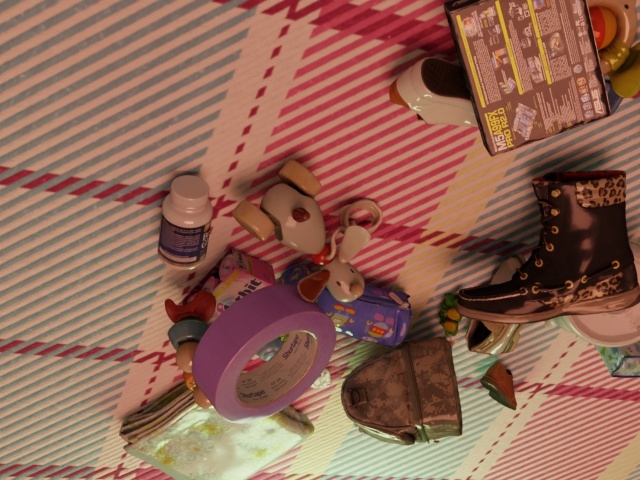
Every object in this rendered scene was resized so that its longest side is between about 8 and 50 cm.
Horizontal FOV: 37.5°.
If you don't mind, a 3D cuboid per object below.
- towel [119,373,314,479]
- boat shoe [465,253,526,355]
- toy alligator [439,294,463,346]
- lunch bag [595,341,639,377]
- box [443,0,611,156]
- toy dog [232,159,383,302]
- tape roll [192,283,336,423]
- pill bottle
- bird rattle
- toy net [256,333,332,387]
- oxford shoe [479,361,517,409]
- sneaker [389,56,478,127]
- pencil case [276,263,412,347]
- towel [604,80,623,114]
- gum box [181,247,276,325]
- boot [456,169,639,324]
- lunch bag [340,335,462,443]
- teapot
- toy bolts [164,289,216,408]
[{"bbox_3d":[-0.243,0.458,2.231,0.320,0.090,0.374,-34,133,18],"label":"towel"},{"bbox_3d":[0.397,0.156,2.100,0.103,0.113,0.302,-10,135,-12],"label":"boat shoe"},{"bbox_3d":[0.293,0.178,2.141,0.051,0.056,0.190,26,137,18],"label":"toy alligator"},{"bbox_3d":[0.761,0.263,2.295,0.151,0.129,0.096,6,132,-20],"label":"lunch bag"},{"bbox_3d":[0.344,-0.298,1.560,0.216,0.060,0.270,-19,117,6],"label":"box"},{"bbox_3d":[0.000,0.000,1.755,0.333,0.161,0.220,25,95,-34],"label":"toy dog"},{"bbox_3d":[-0.104,0.217,1.793,0.274,0.090,0.275,-27,142,-24],"label":"tape roll"},{"bbox_3d":[-0.249,-0.035,1.747,0.094,0.094,0.169,0,133,-16],"label":"pill bottle"},{"bbox_3d":[0.464,-0.345,1.657,0.253,0.143,0.207,-3,117,-2],"label":"bird rattle"},{"bbox_3d":[-0.042,0.264,2.133,0.122,0.045,0.232,-38,133,18],"label":"toy net"},{"bbox_3d":[0.463,0.367,2.360,0.076,0.076,0.212,-57,147,-15],"label":"oxford shoe"},{"bbox_3d":[0.247,-0.255,1.694,0.290,0.106,0.123,13,160,-34],"label":"sneaker"},{"bbox_3d":[0.056,0.137,1.980,0.306,0.119,0.133,17,139,-29],"label":"pencil case"},{"bbox_3d":[0.516,-0.273,1.777,0.119,0.029,0.067,9,129,-23],"label":"towel"},{"bbox_3d":[-0.191,0.111,1.926,0.107,0.062,0.188,25,123,-33],"label":"gum box"},{"bbox_3d":[0.453,0.013,1.899,0.377,0.138,0.284,-5,105,4],"label":"boot"},{"bbox_3d":[0.182,0.355,2.125,0.255,0.213,0.305,-9,163,6],"label":"lunch bag"},{"bbox_3d":[0.633,0.098,2.069,0.255,0.187,0.253,1,105,7],"label":"teapot"},{"bbox_3d":[-0.201,0.216,1.860,0.218,0.159,0.228,-19,139,15],"label":"toy bolts"}]
